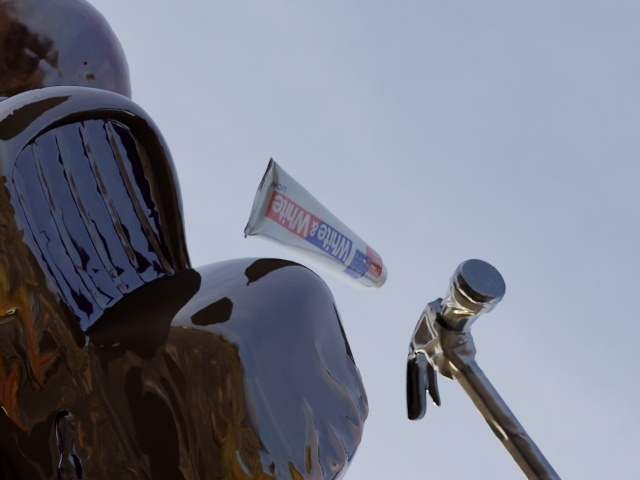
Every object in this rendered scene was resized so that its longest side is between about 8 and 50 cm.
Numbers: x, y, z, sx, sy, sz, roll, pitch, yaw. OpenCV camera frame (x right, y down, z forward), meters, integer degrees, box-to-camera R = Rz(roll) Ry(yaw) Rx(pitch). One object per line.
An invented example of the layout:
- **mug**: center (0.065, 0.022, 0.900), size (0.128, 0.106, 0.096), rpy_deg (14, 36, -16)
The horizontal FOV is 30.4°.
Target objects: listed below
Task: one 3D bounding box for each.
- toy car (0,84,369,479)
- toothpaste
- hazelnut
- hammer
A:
- **toy car**: center (-0.126, 0.051, 0.716), size (0.240, 0.271, 0.341), rpy_deg (-20, -83, 29)
- **toothpaste**: center (0.000, 0.000, 0.811), size (0.033, 0.218, 0.052), rpy_deg (16, -98, 26)
- **hazelnut**: center (-0.246, -0.128, 1.004), size (0.178, 0.178, 0.204), rpy_deg (-19, -70, 23)
- **hammer**: center (0.197, 0.211, 0.892), size (0.427, 0.044, 0.152), rpy_deg (54, -44, 30)
